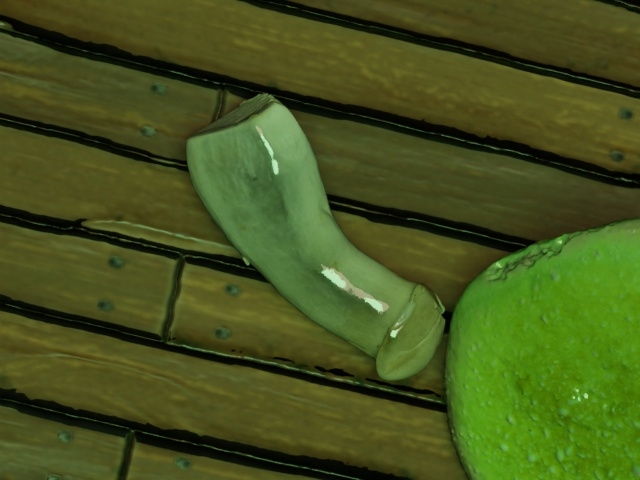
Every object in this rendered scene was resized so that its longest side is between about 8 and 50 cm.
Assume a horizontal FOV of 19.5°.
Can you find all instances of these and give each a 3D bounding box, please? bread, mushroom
[{"bbox_3d":[0.200,0.129,1.194,0.045,0.301,0.301,-26,88,-46],"label":"bread"},{"bbox_3d":[-0.003,0.004,1.267,0.092,0.081,0.223,-37,93,14],"label":"mushroom"}]
